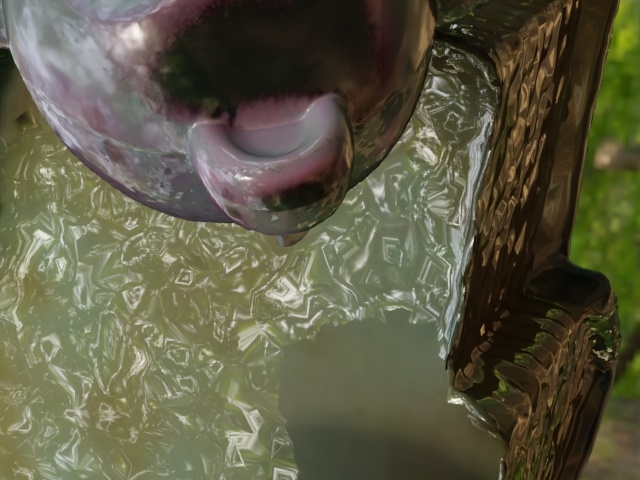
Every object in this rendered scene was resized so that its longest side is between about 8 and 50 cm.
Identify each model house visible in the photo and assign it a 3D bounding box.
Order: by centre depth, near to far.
[{"bbox_3d":[0.000,0.000,1.299,0.400,0.395,0.445,-36,-43,-60],"label":"model house"}]

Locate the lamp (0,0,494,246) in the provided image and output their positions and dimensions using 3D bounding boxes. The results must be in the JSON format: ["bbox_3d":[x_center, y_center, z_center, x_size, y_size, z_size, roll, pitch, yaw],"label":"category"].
[{"bbox_3d":[-0.006,-0.126,0.931,0.301,0.247,0.247,-40,-32,-26],"label":"lamp"}]
